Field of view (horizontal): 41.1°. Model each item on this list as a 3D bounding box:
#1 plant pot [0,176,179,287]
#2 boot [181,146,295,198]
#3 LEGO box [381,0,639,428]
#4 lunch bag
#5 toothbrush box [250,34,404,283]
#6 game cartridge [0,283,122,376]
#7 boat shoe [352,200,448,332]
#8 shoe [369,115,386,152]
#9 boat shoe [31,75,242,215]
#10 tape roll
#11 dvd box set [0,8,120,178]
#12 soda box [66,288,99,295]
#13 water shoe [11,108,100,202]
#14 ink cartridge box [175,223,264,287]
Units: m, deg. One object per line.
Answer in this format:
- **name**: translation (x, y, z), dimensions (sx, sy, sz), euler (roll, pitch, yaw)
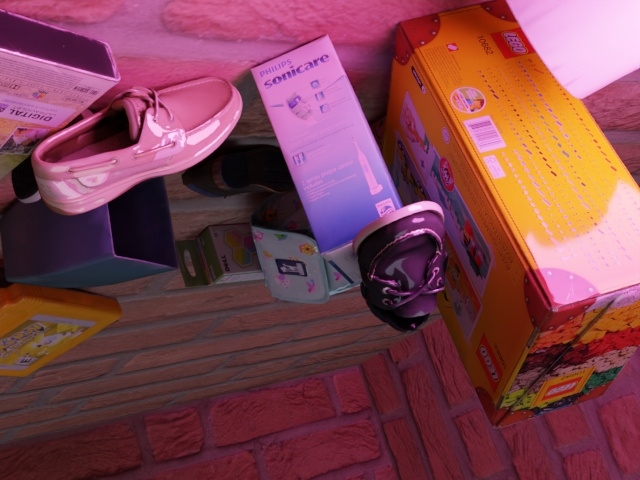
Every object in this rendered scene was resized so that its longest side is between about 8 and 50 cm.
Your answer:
- **plant pot**: translation (-0.376, -0.011, 1.345), dimensions (0.234, 0.165, 0.166), euler (-18, 165, 22)
- **boot**: translation (-0.133, -0.115, 1.460), dimensions (0.106, 0.082, 0.219), euler (-5, 178, 36)
- **LEGO box**: translation (0.268, -0.038, 1.253), dimensions (0.193, 0.500, 0.372), euler (-15, 149, -11)
- **lunch bag**: translation (0.000, 0.000, 1.680), dimensions (0.262, 0.160, 0.223), euler (-20, 137, -7)
- **toothbrush box**: translation (0.028, -0.109, 1.234), dimensions (0.126, 0.295, 0.216), euler (-22, 164, 7)
- **game cartridge**: translation (-0.586, 0.182, 1.650), dimensions (0.285, 0.052, 0.324), euler (-31, 162, 14)
- **boat shoe**: translation (0.113, 0.051, 1.125), dimensions (0.127, 0.113, 0.340), euler (-18, 162, -9)
- **shoe**: translation (0.095, -0.175, 1.495), dimensions (0.081, 0.063, 0.178), euler (-14, 166, -29)
- **boat shoe**: translation (-0.230, -0.144, 1.106), dimensions (0.302, 0.109, 0.098), euler (-31, 152, -23)
- **tape roll**: translation (0.325, -0.314, 1.014), dimensions (0.169, 0.246, 0.246), euler (-28, 161, 28)
- **dvd box set**: translation (-0.487, -0.132, 1.004), dimensions (0.420, 0.062, 0.308), euler (-30, 160, 31)
- **soda box**: translation (-0.507, 0.150, 1.846), dimensions (0.053, 0.060, 0.169), euler (-24, 162, 11)
- **water shoe**: translation (-0.356, -0.111, 1.193), dimensions (0.203, 0.073, 0.080), euler (-32, 161, 36)
- **ink cartridge box**: translation (-0.185, 0.028, 1.739), dimensions (0.209, 0.109, 0.062), euler (-4, 157, -39)
